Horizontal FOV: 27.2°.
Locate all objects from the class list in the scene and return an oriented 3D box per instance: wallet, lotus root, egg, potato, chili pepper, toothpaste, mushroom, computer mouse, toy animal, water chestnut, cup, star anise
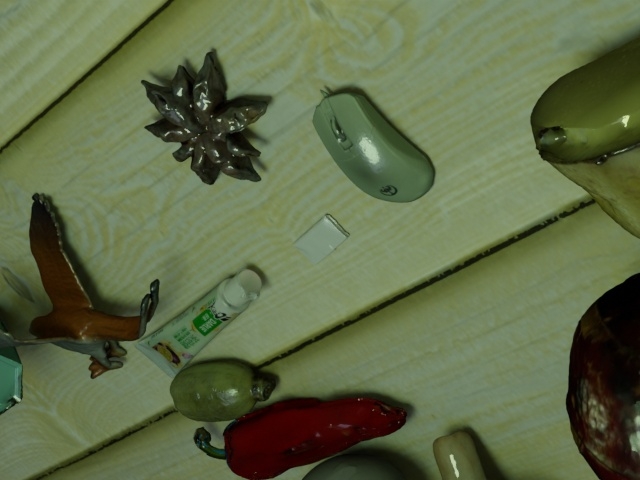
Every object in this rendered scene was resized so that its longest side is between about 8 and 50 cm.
[{"bbox_3d":[0.000,0.000,1.747,0.044,0.011,0.083,44,134,-6],"label":"wallet"},{"bbox_3d":[-0.149,0.225,1.969,0.183,0.077,0.090,-8,120,37],"label":"lotus root"},{"bbox_3d":[0.047,0.396,1.910,0.176,0.176,0.232,38,150,0],"label":"egg"},{"bbox_3d":[0.376,-0.090,1.313,0.285,0.242,0.242,-25,109,26],"label":"potato"},{"bbox_3d":[-0.036,0.285,1.937,0.387,0.110,0.110,-21,112,37],"label":"chili pepper"},{"bbox_3d":[-0.177,0.120,1.929,0.314,0.056,0.058,-40,58,48],"label":"toothpaste"},{"bbox_3d":[0.211,0.368,1.809,0.207,0.207,0.215,-25,74,42],"label":"mushroom"},{"bbox_3d":[0.056,-0.110,1.597,0.181,0.056,0.089,47,130,-8],"label":"computer mouse"},{"bbox_3d":[-0.331,0.112,1.968,0.284,0.225,0.302,13,152,19],"label":"toy animal"},{"bbox_3d":[0.425,0.205,1.427,0.335,0.335,0.347,16,116,20],"label":"water chestnut"},{"bbox_3d":[-0.536,0.191,2.062,0.148,0.134,0.236,62,168,-27],"label":"cup"},{"bbox_3d":[-0.143,-0.141,1.686,0.195,0.065,0.182,-18,115,35],"label":"star anise"}]
